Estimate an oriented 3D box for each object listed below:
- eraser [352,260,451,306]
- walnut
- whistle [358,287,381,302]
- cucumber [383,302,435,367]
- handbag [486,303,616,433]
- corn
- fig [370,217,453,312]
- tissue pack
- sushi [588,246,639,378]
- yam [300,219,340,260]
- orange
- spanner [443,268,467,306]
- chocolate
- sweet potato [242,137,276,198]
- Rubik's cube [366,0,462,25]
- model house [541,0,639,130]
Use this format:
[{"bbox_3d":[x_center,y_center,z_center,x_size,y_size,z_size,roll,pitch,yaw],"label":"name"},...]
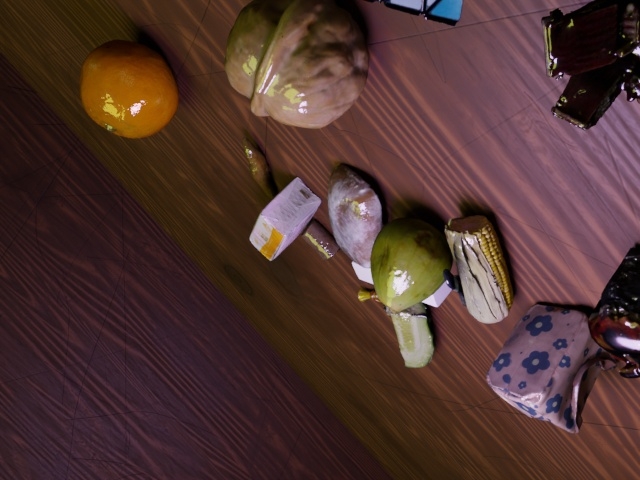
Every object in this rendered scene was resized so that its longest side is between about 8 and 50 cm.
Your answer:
[{"bbox_3d":[0.231,0.101,1.640,0.298,0.078,0.076,18,143,44],"label":"eraser"},{"bbox_3d":[-0.049,-0.368,1.149,0.296,0.285,0.285,37,155,3],"label":"walnut"},{"bbox_3d":[0.181,0.193,1.899,0.109,0.046,0.057,1,116,49],"label":"whistle"},{"bbox_3d":[0.298,0.291,1.803,0.145,0.105,0.326,1,137,20],"label":"cucumber"},{"bbox_3d":[0.531,0.297,1.289,0.193,0.252,0.190,44,163,-19],"label":"handbag"},{"bbox_3d":[0.370,0.068,1.321,0.122,0.123,0.305,17,142,49],"label":"corn"},{"bbox_3d":[0.221,0.054,1.402,0.207,0.230,0.207,20,142,17],"label":"fig"},{"bbox_3d":[-0.118,-0.065,1.800,0.124,0.185,0.225,44,155,4],"label":"tissue pack"},{"bbox_3d":[0.604,0.149,0.979,0.227,0.212,0.216,30,152,32],"label":"sushi"},{"bbox_3d":[-0.001,0.002,1.847,0.127,0.084,0.084,44,155,-3],"label":"yam"},{"bbox_3d":[-0.608,-0.478,1.802,0.312,0.312,0.312,35,153,21],"label":"orange"},{"bbox_3d":[0.327,0.111,1.355,0.316,0.024,0.087,25,-126,-68],"label":"spanner"},{"bbox_3d":[0.087,-0.050,1.569,0.185,0.100,0.303,39,154,35],"label":"chocolate"},{"bbox_3d":[-0.193,-0.222,1.828,0.067,0.067,0.274,27,155,35],"label":"sweet potato"},{"bbox_3d":[0.075,-0.451,0.862,0.250,0.234,0.284,36,154,20],"label":"Rubik's cube"},{"bbox_3d":[0.388,-0.249,0.771,0.141,0.164,0.203,23,149,49],"label":"model house"}]
